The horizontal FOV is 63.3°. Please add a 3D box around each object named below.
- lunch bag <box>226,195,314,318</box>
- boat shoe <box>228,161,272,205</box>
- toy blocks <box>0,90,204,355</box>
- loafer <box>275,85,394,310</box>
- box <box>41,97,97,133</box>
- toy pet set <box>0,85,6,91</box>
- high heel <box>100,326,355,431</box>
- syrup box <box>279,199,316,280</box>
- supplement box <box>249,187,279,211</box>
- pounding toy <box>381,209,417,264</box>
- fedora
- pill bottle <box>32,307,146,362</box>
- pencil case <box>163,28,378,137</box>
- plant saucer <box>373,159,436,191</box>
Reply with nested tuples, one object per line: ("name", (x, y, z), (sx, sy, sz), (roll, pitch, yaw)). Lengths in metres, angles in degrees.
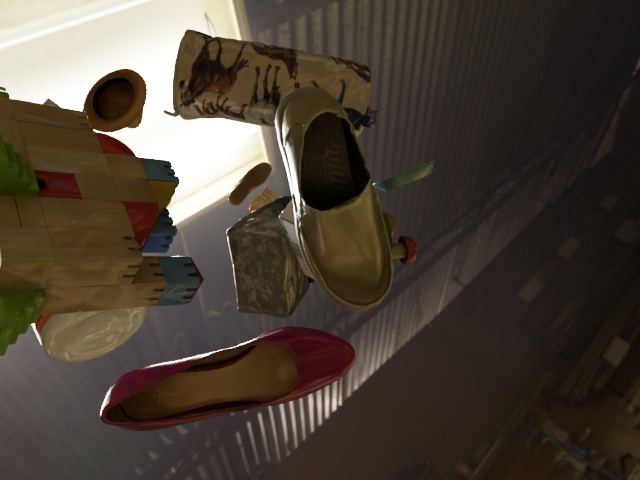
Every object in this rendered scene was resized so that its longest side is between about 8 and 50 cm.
("lunch bag", (-0.105, 0.032, 1.370), (0.287, 0.168, 0.235), (-52, -37, -59))
("boat shoe", (-0.223, -0.182, 1.612), (0.170, 0.059, 0.063), (-42, -68, 1))
("toy blocks", (-0.304, -0.050, 0.688), (0.260, 0.381, 0.191), (1, -44, -43))
("loafer", (0.016, -0.033, 0.574), (0.101, 0.092, 0.269), (-21, -73, -3))
("box", (-0.436, -0.186, 0.995), (0.038, 0.186, 0.145), (-53, -31, -9))
("toy pet set", (-0.724, -0.360, 1.056), (0.122, 0.114, 0.065), (-18, -55, -80))
("high heel", (-0.128, 0.223, 0.793), (0.377, 0.127, 0.181), (-13, 1, 1))
("syrup box", (0.000, 0.000, 1.143), (0.096, 0.093, 0.237), (-53, -30, -21))
("supplement box", (-0.200, -0.134, 1.853), (0.098, 0.062, 0.036), (-53, -4, -32))
("pounding toy", (0.098, 0.008, 0.954), (0.110, 0.183, 0.237), (-5, -19, -16))
("fedora", (-0.503, -0.340, 1.313), (0.194, 0.194, 0.079), (-51, -26, -7))
("pill bottle", (-0.585, 0.063, 1.200), (0.224, 0.392, 0.224), (-31, -29, -19))
("pencil case", (-0.095, -0.294, 1.040), (0.410, 0.160, 0.184), (6, -94, -16))
("plant saucer", (0.150, -0.111, 0.917), (0.119, 0.021, 0.119), (-21, 3, 1))
